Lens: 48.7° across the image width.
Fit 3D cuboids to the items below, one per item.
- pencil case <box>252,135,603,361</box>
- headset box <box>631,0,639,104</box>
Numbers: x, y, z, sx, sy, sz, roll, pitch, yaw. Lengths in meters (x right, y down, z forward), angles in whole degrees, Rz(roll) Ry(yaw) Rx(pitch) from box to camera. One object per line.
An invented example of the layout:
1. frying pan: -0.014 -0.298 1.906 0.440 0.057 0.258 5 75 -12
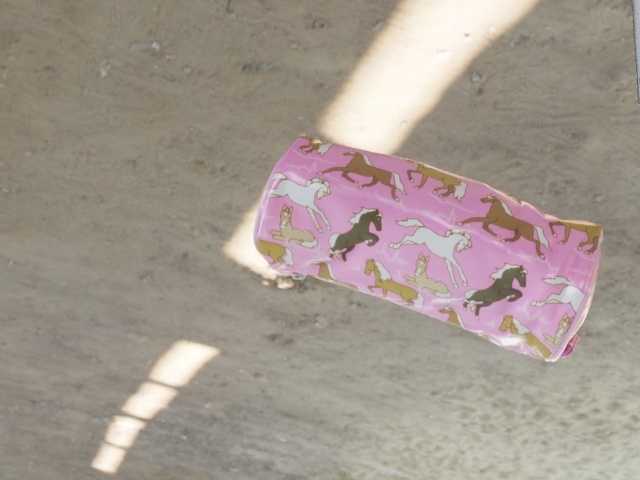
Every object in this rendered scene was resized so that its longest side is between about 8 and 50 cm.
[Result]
1. pencil case: 0.123 0.008 0.815 0.386 0.160 0.167 18 151 13
2. headset box: 0.488 -0.327 0.868 0.131 0.283 0.246 2 -165 44
